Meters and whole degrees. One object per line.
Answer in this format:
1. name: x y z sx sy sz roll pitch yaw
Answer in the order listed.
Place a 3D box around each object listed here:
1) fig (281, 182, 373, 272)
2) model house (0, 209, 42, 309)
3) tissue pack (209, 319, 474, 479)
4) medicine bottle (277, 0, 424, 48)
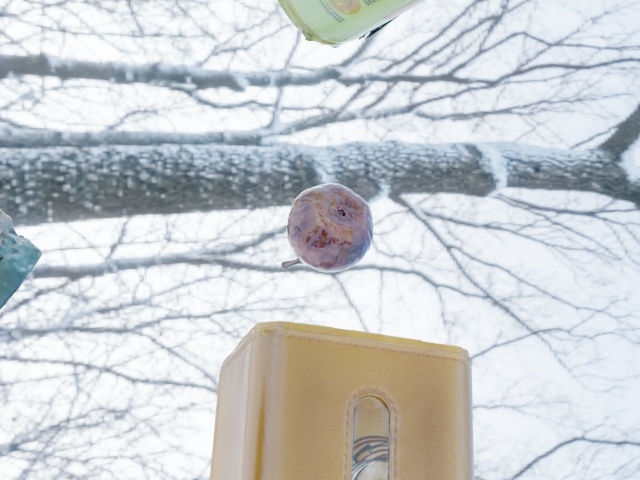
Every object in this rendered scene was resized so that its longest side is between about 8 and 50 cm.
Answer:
1. fig: 0.006 -0.003 1.309 0.128 0.128 0.150 34 -74 42
2. model house: -0.262 0.015 0.536 0.148 0.148 0.119 43 -31 -18
3. tissue pack: 0.018 0.220 0.738 0.145 0.194 0.274 132 -35 -61
4. medicine bottle: 0.059 -0.277 0.935 0.239 0.124 0.124 -20 -103 50
